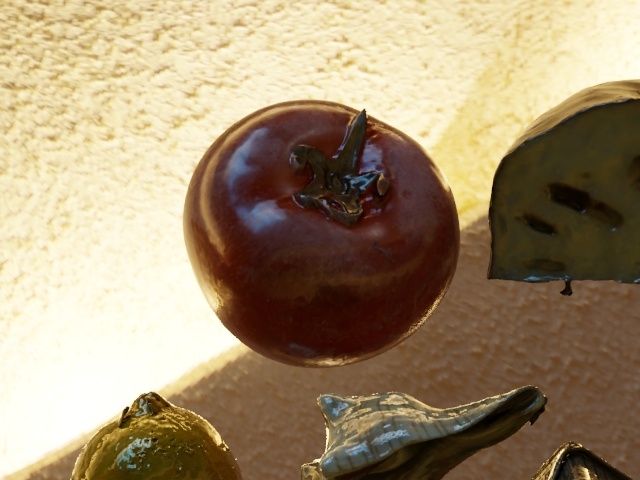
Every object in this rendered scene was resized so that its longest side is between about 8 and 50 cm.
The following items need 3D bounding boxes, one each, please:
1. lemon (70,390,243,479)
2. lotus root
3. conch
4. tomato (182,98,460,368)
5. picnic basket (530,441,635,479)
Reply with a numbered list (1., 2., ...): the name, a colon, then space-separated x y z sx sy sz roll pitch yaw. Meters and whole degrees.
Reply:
1. lemon: -0.162 0.252 1.245 0.174 0.173 0.206 -14 -80 -19
2. lotus root: 0.280 -0.050 0.962 0.267 0.260 0.149 2 -80 17
3. conch: 0.038 0.161 0.940 0.137 0.114 0.234 4 -51 -36
4. tomato: 0.000 0.000 1.225 0.270 0.270 0.227 -10 -33 -20
5. picnic basket: 0.177 0.239 0.891 0.115 0.079 0.164 35 -78 -5
